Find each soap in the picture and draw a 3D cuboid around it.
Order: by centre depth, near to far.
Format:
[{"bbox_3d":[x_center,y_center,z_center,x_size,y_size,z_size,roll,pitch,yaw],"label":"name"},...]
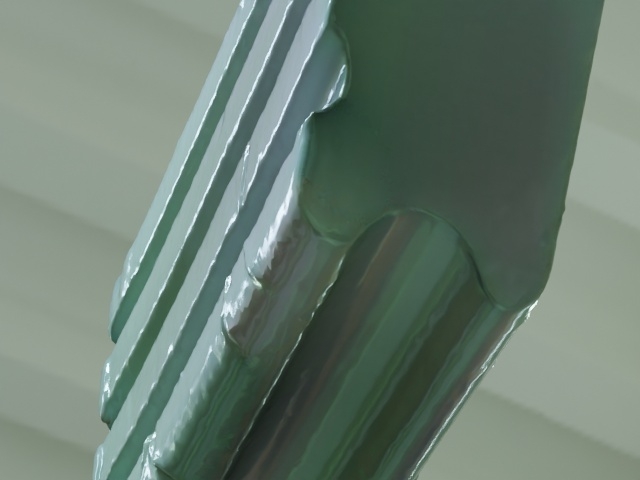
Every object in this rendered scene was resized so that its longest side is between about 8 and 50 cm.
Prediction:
[{"bbox_3d":[0.000,0.000,0.766,0.115,0.208,0.347,13,-45,-16],"label":"soap"}]
